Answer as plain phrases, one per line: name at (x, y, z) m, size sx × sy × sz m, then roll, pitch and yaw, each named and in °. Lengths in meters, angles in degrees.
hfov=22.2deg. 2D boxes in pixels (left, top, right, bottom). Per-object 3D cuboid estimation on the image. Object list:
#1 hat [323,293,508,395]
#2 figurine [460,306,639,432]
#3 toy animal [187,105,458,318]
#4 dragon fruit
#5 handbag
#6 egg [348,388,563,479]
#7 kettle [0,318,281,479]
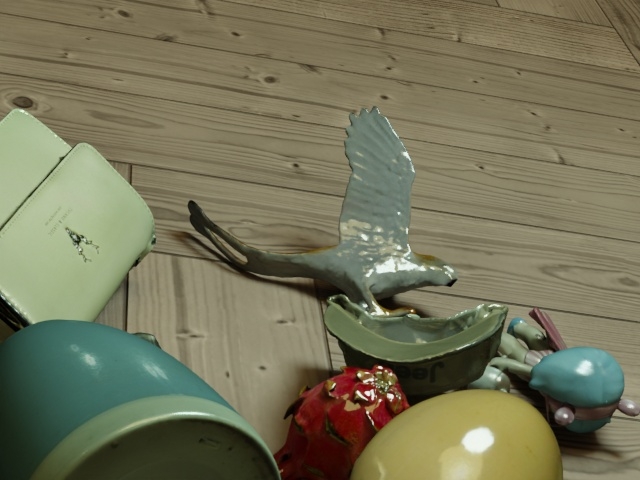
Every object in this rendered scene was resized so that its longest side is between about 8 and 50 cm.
hat at (0.099, 0.138, 1.843) m, size 0.214 × 0.149 × 0.244 m, roll 3°, pitch 22°, yaw 11°
figurine at (0.261, 0.148, 1.979) m, size 0.205 × 0.103 × 0.260 m, roll 4°, pitch 19°, yaw -23°
toy animal at (0.011, 0.015, 2.098) m, size 0.284 × 0.225 × 0.302 m, roll -17°, pitch 48°, yaw -15°
dragon fruit at (0.026, 0.208, 1.723) m, size 0.133 × 0.166 × 0.136 m, roll 52°, pitch 0°, yaw -10°
handbag at (-0.345, 0.018, 1.855) m, size 0.237 × 0.160 × 0.358 m, roll 38°, pitch 28°, yaw -6°
egg at (0.139, 0.249, 1.609) m, size 0.201 × 0.201 × 0.244 m, roll 29°, pitch 54°, yaw 27°
kettle at (-0.248, 0.210, 1.516) m, size 0.319 × 0.247 × 0.342 m, roll -28°, pitch 34°, yaw -17°
